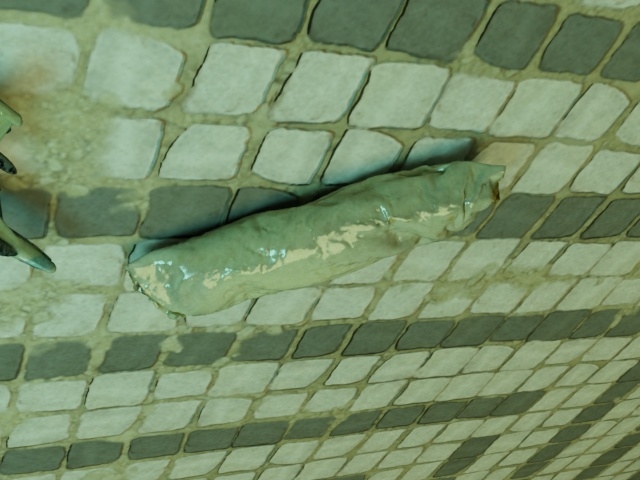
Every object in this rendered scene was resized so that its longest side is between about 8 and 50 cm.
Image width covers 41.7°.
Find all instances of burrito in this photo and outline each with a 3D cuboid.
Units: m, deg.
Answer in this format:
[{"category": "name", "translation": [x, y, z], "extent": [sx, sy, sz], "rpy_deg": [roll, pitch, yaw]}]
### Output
[{"category": "burrito", "translation": [0.000, 0.000, 0.868], "extent": [0.392, 0.076, 0.117], "rpy_deg": [-17, 152, -3]}]

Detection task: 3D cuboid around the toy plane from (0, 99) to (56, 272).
[{"category": "toy plane", "translation": [-0.291, -0.042, 0.658], "extent": [0.192, 0.088, 0.262], "rpy_deg": [-22, 156, 10]}]
